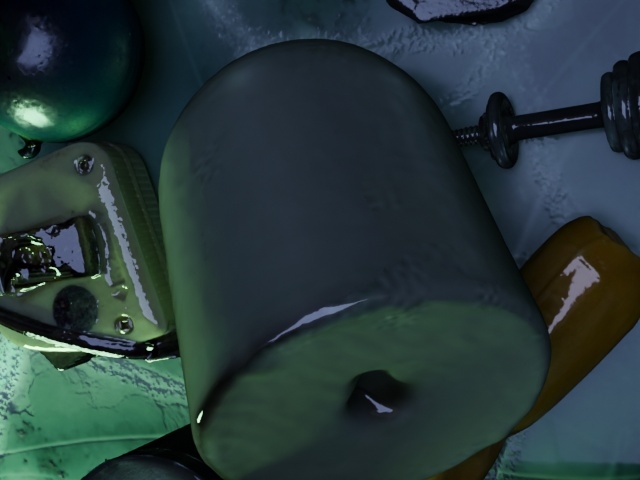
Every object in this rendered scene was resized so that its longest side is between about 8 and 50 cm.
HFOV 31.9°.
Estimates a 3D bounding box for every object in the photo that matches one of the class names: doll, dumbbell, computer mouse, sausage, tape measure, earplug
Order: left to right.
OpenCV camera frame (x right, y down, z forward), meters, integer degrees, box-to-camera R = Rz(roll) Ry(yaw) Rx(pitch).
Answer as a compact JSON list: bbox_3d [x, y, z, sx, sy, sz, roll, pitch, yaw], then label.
[{"bbox_3d":[-0.284,-0.246,1.220,0.198,0.186,0.322,11,93,16],"label":"doll"},{"bbox_3d":[-0.282,0.043,1.265,0.231,0.133,0.271,-22,89,16],"label":"tape measure"},{"bbox_3d":[0.000,0.000,1.050,0.312,0.312,0.394,-32,50,16],"label":"earplug"},{"bbox_3d":[0.144,-0.270,1.158,0.172,0.057,0.099,2,92,5],"label":"computer mouse"},{"bbox_3d":[0.188,0.135,1.128,0.354,0.134,0.116,-51,60,12],"label":"sausage"},{"bbox_3d":[0.237,-0.120,1.117,0.254,0.110,0.110,-6,91,23],"label":"dumbbell"}]

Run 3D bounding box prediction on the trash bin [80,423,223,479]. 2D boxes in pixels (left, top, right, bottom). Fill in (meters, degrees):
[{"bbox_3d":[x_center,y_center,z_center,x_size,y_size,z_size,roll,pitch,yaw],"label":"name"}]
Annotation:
[{"bbox_3d":[-0.105,0.280,1.136,0.252,0.301,0.203,2,95,20],"label":"trash bin"}]
